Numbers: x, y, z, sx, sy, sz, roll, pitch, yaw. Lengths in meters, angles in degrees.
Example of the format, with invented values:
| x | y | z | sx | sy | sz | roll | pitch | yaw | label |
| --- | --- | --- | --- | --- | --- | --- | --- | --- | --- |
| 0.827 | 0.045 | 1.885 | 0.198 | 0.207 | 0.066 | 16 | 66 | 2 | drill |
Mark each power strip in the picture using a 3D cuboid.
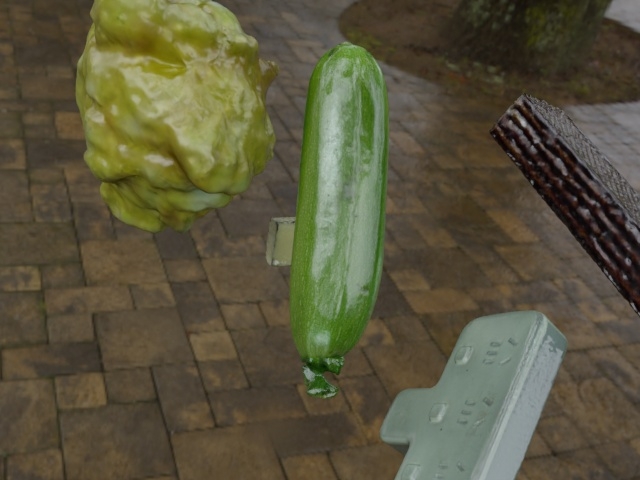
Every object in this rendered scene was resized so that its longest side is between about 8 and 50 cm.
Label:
| x | y | z | sx | sy | sz | roll | pitch | yaw | label |
| --- | --- | --- | --- | --- | --- | --- | --- | --- | --- |
| 0.143 | 0.198 | 0.871 | 0.059 | 0.194 | 0.265 | 41 | 61 | -19 | power strip |

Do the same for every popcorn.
| x | y | z | sx | sy | sz | roll | pitch | yaw | label |
| --- | --- | --- | --- | --- | --- | --- | --- | --- | --- |
| -0.199 | -0.182 | 1.026 | 0.293 | 0.292 | 0.334 | -50 | 17 | -20 | popcorn |

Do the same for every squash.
| x | y | z | sx | sy | sz | roll | pitch | yaw | label |
| --- | --- | --- | --- | --- | --- | --- | --- | --- | --- |
| 0.020 | -0.022 | 0.850 | 0.102 | 0.378 | 0.101 | 6 | -3 | 0 | squash |

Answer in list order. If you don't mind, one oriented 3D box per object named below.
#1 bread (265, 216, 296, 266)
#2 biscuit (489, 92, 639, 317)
| x | y | z | sx | sy | sz | roll | pitch | yaw | label |
| --- | --- | --- | --- | --- | --- | --- | --- | --- | --- |
| 0.000 | 0.000 | 1.095 | 0.154 | 0.068 | 0.028 | -2 | 24 | -26 | bread |
| 0.347 | -0.019 | 0.952 | 0.107 | 0.073 | 0.388 | 6 | 43 | -45 | biscuit |
